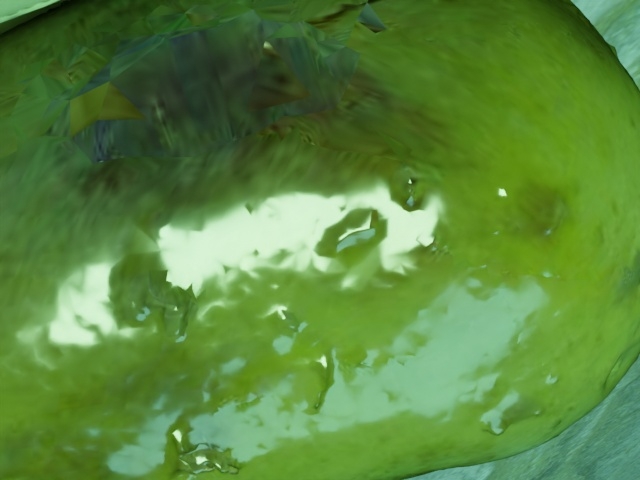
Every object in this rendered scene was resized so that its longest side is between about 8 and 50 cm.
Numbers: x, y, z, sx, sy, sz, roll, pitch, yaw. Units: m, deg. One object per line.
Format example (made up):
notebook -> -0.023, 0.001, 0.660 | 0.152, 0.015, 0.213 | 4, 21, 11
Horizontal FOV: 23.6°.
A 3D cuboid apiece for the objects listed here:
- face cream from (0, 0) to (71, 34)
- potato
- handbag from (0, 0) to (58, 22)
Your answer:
face cream -> -0.014, -0.146, 0.588 | 0.285, 0.067, 0.139 | -26, 176, -11
potato -> -0.035, -0.002, 0.510 | 0.307, 0.210, 0.173 | -20, 151, -6
handbag -> -0.025, -0.180, 0.402 | 0.358, 0.160, 0.237 | -25, 163, -10
